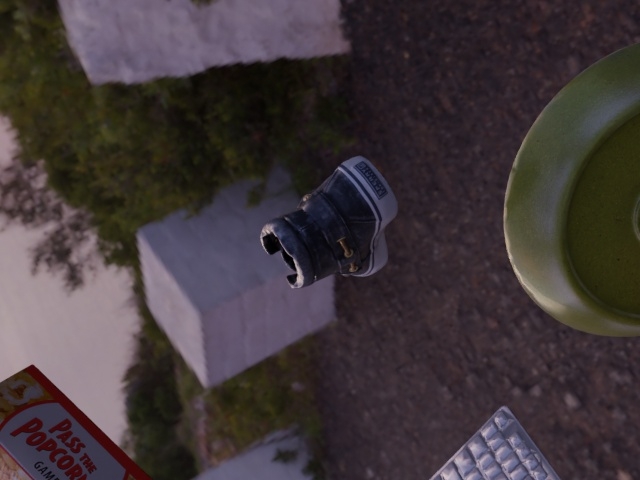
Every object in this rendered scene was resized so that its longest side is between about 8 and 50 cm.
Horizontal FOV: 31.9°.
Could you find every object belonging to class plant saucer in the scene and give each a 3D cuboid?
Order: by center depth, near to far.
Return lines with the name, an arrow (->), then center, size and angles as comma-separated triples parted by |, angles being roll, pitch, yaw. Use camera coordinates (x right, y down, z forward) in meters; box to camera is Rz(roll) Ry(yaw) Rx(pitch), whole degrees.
plant saucer -> 0.254, -0.028, 0.823 | 0.037, 0.240, 0.241 | -119, 12, -62

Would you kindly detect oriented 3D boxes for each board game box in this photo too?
board game box -> -0.102, 0.175, 0.541 | 0.193, 0.045, 0.147 | 40, 133, 18

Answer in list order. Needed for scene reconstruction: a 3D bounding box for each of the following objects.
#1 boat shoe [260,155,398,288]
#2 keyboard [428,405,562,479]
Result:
boat shoe -> 0.000, 0.000, 0.797 | 0.065, 0.083, 0.183 | 54, 169, 13
keyboard -> 0.108, 0.166, 0.523 | 0.014, 0.072, 0.256 | 45, -174, -24
